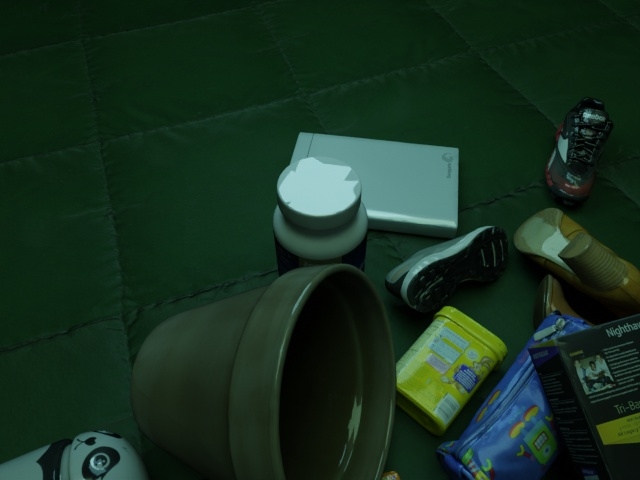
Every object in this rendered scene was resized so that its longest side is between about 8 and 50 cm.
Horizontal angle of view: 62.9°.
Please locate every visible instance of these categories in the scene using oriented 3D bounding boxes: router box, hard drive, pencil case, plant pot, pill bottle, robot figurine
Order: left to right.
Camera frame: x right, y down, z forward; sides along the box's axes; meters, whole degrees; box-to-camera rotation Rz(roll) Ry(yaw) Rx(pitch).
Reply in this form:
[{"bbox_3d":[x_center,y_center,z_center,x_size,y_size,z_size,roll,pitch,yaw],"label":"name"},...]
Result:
[{"bbox_3d":[-0.353,0.348,0.647,0.278,0.173,0.209,-19,61,-13],"label":"robot figurine"},{"bbox_3d":[-0.083,0.195,0.700,0.280,0.323,0.323,-4,47,30],"label":"plant pot"},{"bbox_3d":[0.000,0.000,0.861,0.153,0.265,0.153,-1,51,1],"label":"pill bottle"},{"bbox_3d":[0.107,-0.123,1.098,0.353,0.047,0.233,7,52,6],"label":"hard drive"},{"bbox_3d":[0.291,0.231,0.723,0.306,0.133,0.119,-43,20,-15],"label":"pencil case"},{"bbox_3d":[0.449,0.203,0.635,0.309,0.081,0.243,-13,71,-7],"label":"router box"}]

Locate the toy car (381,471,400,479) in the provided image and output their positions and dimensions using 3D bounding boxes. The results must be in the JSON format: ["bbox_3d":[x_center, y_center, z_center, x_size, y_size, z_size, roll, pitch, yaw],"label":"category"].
[{"bbox_3d":[0.138,0.349,0.722,0.122,0.040,0.060,2,51,3],"label":"toy car"}]

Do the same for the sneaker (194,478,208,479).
[{"bbox_3d":[-0.074,0.388,0.682,0.225,0.088,0.093,13,73,11],"label":"sneaker"}]

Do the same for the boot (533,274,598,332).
[{"bbox_3d":[0.438,0.153,0.857,0.152,0.073,0.197,4,64,6],"label":"boot"}]

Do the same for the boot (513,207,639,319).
[{"bbox_3d":[0.464,0.058,0.909,0.211,0.295,0.104,43,100,-8],"label":"boot"}]

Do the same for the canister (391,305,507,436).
[{"bbox_3d":[0.191,0.202,0.820,0.126,0.073,0.170,36,61,26],"label":"canister"}]

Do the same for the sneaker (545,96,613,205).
[{"bbox_3d":[0.543,-0.198,1.094,0.097,0.135,0.276,19,55,13],"label":"sneaker"}]

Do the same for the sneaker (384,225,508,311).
[{"bbox_3d":[0.232,0.037,0.937,0.271,0.100,0.108,-20,16,-27],"label":"sneaker"}]
